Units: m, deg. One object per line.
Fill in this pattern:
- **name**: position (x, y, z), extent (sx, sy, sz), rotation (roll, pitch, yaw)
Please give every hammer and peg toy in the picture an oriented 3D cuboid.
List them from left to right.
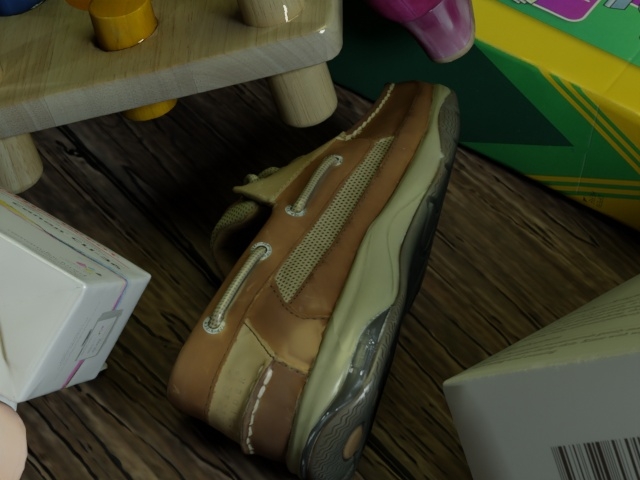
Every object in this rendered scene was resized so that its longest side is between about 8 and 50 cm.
- **hammer and peg toy**: position (-0.116, -0.184, 1.257), extent (0.265, 0.127, 0.361), rotation (-13, 35, 8)

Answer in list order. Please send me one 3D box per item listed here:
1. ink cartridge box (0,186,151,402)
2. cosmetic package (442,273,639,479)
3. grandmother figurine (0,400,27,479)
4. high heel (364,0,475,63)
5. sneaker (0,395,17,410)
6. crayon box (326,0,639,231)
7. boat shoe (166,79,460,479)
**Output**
- **ink cartridge box**: position (-0.157, 0.018, 0.990), extent (0.115, 0.067, 0.198), rotation (31, 3, 5)
- **cosmetic package**: position (0.263, 0.066, 1.033), extent (0.365, 0.155, 0.197), rotation (-22, 5, -41)
- **grandmother figurine**: position (-0.245, 0.048, 0.800), extent (0.208, 0.104, 0.342), rotation (41, -2, 42)
- **high heel**: position (0.038, -0.229, 1.269), extent (0.082, 0.117, 0.244), rotation (-20, 52, 19)
- **sneaker**: position (-0.257, 0.052, 0.949), extent (0.232, 0.115, 0.090), rotation (6, 36, -14)
- **crayon box**: position (0.219, -0.183, 1.405), extent (0.313, 0.106, 0.363), rotation (29, 50, 18)
- **boat shoe**: position (0.000, 0.000, 1.121), extent (0.119, 0.123, 0.324), rotation (16, 34, 5)
